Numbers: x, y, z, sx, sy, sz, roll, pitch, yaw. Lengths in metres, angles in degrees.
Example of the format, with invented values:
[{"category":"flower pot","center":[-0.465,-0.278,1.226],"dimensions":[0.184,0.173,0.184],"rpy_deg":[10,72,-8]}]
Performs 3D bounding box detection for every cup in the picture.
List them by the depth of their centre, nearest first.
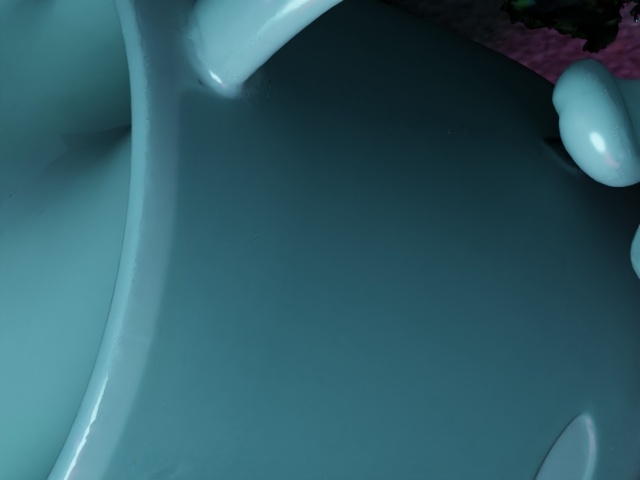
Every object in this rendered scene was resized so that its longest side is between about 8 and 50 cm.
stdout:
[{"category":"cup","center":[0.000,0.000,0.706],"dimensions":[0.274,0.259,0.357],"rpy_deg":[14,139,-40]}]

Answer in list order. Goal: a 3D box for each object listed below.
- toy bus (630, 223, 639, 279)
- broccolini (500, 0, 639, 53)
[{"category":"toy bus","center":[0.211,-0.097,0.574],"dimensions":[0.138,0.097,0.342],"rpy_deg":[8,115,-31]},{"category":"broccolini","center":[0.077,-0.151,0.685],"dimensions":[0.057,0.071,0.254],"rpy_deg":[25,160,30]}]
